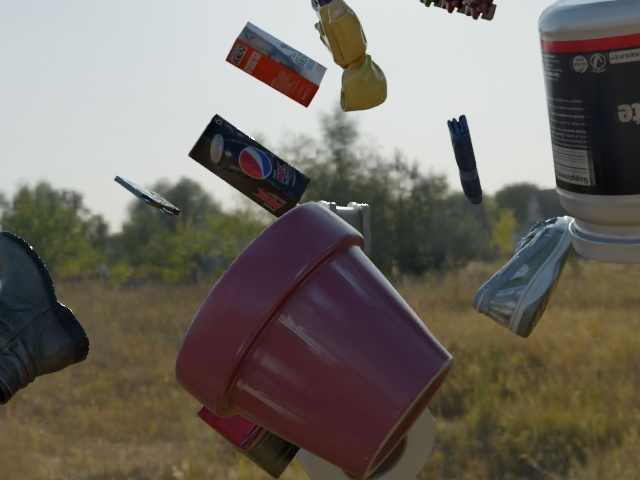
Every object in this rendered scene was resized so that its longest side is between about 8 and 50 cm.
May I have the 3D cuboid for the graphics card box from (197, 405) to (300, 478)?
[{"bbox_3d":[-0.052,0.224,1.547,0.094,0.233,0.371,33,-13,16],"label":"graphics card box"}]

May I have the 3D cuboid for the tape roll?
[{"bbox_3d":[0.063,0.336,1.856,0.246,0.246,0.169,-5,27,-25],"label":"tape roll"}]

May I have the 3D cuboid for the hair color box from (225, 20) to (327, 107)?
[{"bbox_3d":[-0.076,-0.312,1.811,0.167,0.053,0.093,28,32,-7],"label":"hair color box"}]

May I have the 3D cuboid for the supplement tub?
[{"bbox_3d":[0.341,-0.130,1.095,0.191,0.272,0.191,-10,16,3],"label":"supplement tub"}]

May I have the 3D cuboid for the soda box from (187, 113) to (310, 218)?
[{"bbox_3d":[-0.102,-0.105,1.472,0.169,0.053,0.060,34,-40,-9],"label":"soda box"}]

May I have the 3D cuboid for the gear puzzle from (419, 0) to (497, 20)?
[{"bbox_3d":[0.215,-0.488,1.771,0.044,0.175,0.339,7,16,-27],"label":"gear puzzle"}]

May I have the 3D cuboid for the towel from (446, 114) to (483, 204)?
[{"bbox_3d":[0.205,-0.113,1.450,0.029,0.119,0.067,-13,34,7],"label":"towel"}]

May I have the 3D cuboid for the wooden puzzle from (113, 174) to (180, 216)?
[{"bbox_3d":[-0.164,-0.043,0.965,0.083,0.006,0.049,33,5,31],"label":"wooden puzzle"}]

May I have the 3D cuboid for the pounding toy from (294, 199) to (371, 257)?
[{"bbox_3d":[0.000,0.000,1.994,0.154,0.154,0.269,2,3,-10],"label":"pounding toy"}]

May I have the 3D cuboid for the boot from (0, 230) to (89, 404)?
[{"bbox_3d":[-0.450,0.101,1.438,0.161,0.246,0.083,-23,-22,-42],"label":"boot"}]

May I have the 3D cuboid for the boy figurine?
[{"bbox_3d":[0.021,-0.347,1.698,0.092,0.285,0.177,-26,11,-7],"label":"boy figurine"}]

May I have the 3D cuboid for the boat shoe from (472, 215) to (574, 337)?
[{"bbox_3d":[0.344,0.042,1.678,0.103,0.118,0.320,23,38,15],"label":"boat shoe"}]

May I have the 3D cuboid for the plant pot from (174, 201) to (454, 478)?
[{"bbox_3d":[0.006,0.098,0.879,0.180,0.201,0.201,38,12,15],"label":"plant pot"}]
